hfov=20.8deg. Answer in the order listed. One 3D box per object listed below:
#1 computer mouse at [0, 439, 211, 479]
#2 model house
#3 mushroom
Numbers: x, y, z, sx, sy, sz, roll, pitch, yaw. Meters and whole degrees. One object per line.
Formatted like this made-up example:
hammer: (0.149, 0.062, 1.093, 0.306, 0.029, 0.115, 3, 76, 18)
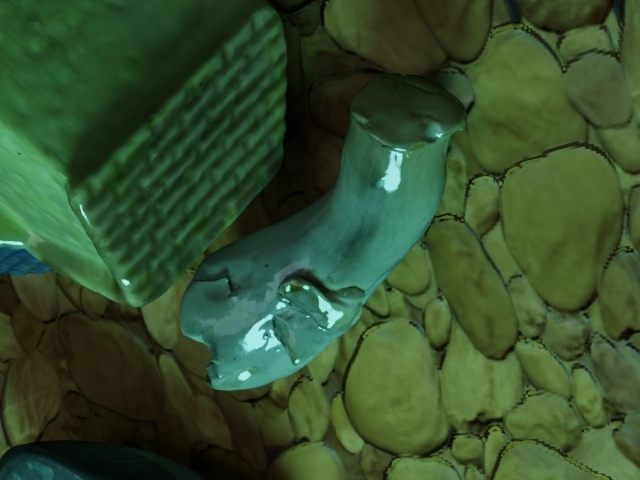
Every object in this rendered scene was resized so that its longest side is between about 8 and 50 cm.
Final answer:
computer mouse: (-0.086, 0.235, 1.231, 0.379, 0.090, 0.167, 18, 123, 33)
model house: (-0.160, -0.107, 1.105, 0.266, 0.261, 0.321, 45, 156, -10)
mushroom: (0.001, 0.002, 1.049, 0.096, 0.099, 0.278, 38, 131, -7)
